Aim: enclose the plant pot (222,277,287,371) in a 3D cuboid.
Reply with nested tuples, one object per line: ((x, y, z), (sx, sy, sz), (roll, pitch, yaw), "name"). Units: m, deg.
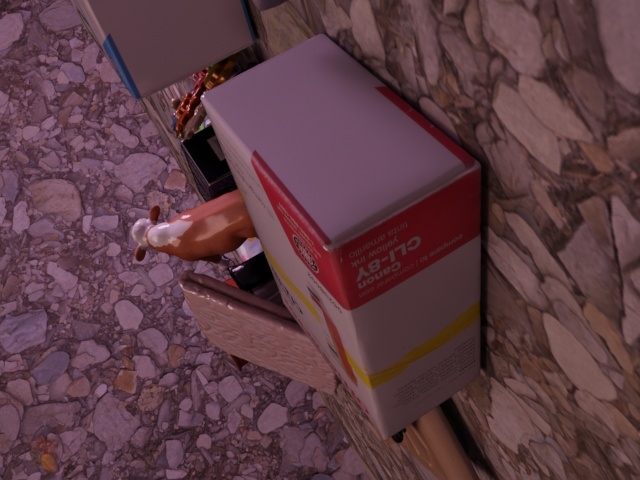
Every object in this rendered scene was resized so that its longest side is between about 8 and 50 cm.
((-0.192, 0.199, 1.911), (0.272, 0.265, 0.272), (56, 167, 19), "plant pot")

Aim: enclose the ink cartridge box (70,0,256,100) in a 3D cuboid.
((-0.256, -0.376, 0.924), (0.270, 0.197, 0.198), (50, 165, 40), "ink cartridge box")

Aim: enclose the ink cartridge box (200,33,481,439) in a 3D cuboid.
((0.039, 0.012, 0.749), (0.279, 0.160, 0.385), (49, 165, 39), "ink cartridge box")

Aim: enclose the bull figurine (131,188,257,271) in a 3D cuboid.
((-0.186, -0.018, 1.163), (0.188, 0.310, 0.101), (21, -120, -55), "bull figurine")

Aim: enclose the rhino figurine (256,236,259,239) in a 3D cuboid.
((-0.171, -0.127, 1.495), (0.106, 0.073, 0.243), (-122, 8, -68), "rhino figurine")

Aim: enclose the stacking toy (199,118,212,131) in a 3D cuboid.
((-0.258, -0.234, 1.564), (0.221, 0.052, 0.167), (83, 172, -50), "stacking toy")

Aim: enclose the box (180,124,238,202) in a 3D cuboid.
((-0.157, -0.134, 1.230), (0.108, 0.153, 0.207), (55, 169, 18), "box")

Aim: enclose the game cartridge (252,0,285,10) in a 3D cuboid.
((-0.128, -0.427, 0.622), (0.355, 0.068, 0.230), (57, 164, 11), "game cartridge")

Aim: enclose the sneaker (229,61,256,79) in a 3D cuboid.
((-0.077, -0.162, 1.008), (0.224, 0.083, 0.098), (62, 163, -9), "sneaker")

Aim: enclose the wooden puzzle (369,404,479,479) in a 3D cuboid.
((0.141, 0.271, 1.193), (0.322, 0.080, 0.348), (60, 164, -7), "wooden puzzle")

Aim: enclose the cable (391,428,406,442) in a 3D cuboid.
((0.097, 0.251, 1.080), (0.185, 0.047, 0.150), (61, 159, 2), "cable")

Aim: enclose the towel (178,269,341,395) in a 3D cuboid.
((-0.105, 0.185, 1.266), (0.316, 0.053, 0.332), (20, 154, 10), "towel")

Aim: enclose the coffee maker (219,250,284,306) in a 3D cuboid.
((-0.088, 0.048, 1.321), (0.171, 0.178, 0.120), (57, 166, -4), "coffee maker")

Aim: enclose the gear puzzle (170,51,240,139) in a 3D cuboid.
((-0.198, -0.253, 1.076), (0.044, 0.176, 0.339), (29, 179, -21), "gear puzzle")

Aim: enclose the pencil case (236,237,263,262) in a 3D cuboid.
((-0.198, -0.026, 1.755), (0.273, 0.113, 0.124), (58, 174, 4), "pencil case")
